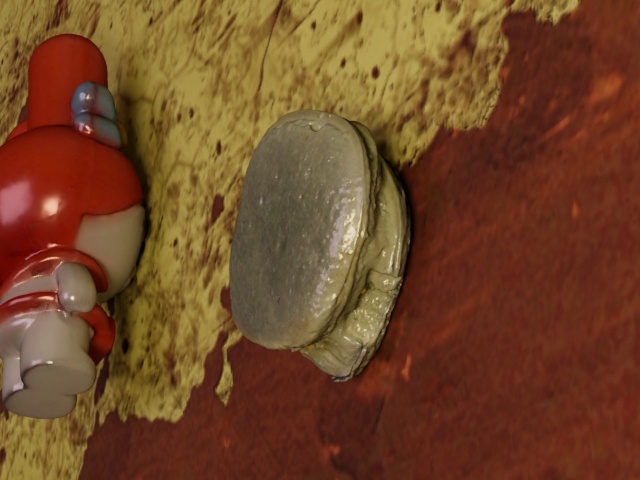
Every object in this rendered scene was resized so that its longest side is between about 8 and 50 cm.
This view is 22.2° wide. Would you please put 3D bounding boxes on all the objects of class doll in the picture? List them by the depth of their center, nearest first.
[{"bbox_3d":[-0.195,-0.017,1.191,0.161,0.129,0.290,130,145,-48],"label":"doll"}]

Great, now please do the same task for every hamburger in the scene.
[{"bbox_3d":[0.000,0.000,0.891,0.133,0.062,0.140,31,108,56],"label":"hamburger"}]
